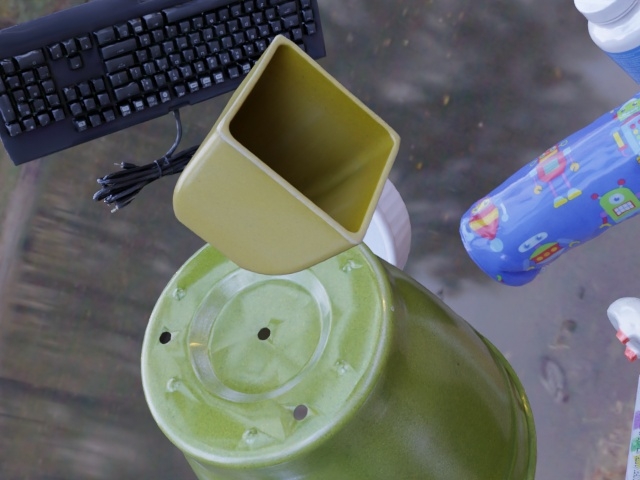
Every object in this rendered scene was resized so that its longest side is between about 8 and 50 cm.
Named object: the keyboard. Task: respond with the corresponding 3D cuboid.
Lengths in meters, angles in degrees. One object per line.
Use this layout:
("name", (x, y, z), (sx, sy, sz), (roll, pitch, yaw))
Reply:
("keyboard", (-0.136, -0.137, 0.804), (0.033, 0.317, 0.201), (45, 152, 48))

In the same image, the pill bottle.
("pill bottle", (0.464, -0.304, 1.240), (0.124, 0.221, 0.124), (-31, 45, 37))

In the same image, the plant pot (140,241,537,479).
("plant pot", (0.005, 0.160, 0.877), (0.366, 0.353, 0.366), (-11, 58, 18))

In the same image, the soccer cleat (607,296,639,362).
("soccer cleat", (0.272, 0.086, 0.540), (0.076, 0.068, 0.196), (-49, 52, -3))

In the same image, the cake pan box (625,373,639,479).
("cake pan box", (0.468, 0.269, 0.955), (0.245, 0.070, 0.267), (13, 116, 29))

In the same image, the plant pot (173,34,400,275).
("plant pot", (-0.025, -0.030, 0.422), (0.083, 0.081, 0.081), (-37, 21, 42))

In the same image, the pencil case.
("pencil case", (0.313, -0.055, 1.031), (0.306, 0.133, 0.119), (-37, 28, 30))

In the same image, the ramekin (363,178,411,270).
("ramekin", (0.000, 0.000, 1.286), (0.277, 0.277, 0.135), (-57, -8, 31))
